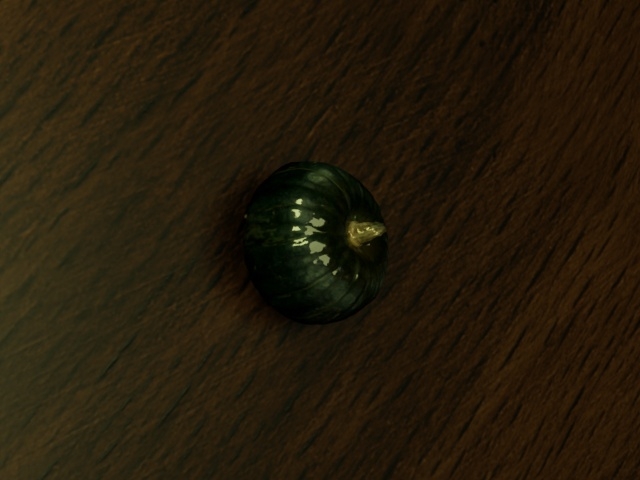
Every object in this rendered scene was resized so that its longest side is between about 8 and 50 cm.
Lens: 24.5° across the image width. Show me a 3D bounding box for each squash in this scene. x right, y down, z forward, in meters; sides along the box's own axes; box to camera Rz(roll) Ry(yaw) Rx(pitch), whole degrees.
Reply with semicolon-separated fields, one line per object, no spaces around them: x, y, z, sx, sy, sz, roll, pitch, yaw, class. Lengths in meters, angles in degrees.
-0.005;0.002;1.919;0.218;0.172;0.218;2;87;-32;squash
